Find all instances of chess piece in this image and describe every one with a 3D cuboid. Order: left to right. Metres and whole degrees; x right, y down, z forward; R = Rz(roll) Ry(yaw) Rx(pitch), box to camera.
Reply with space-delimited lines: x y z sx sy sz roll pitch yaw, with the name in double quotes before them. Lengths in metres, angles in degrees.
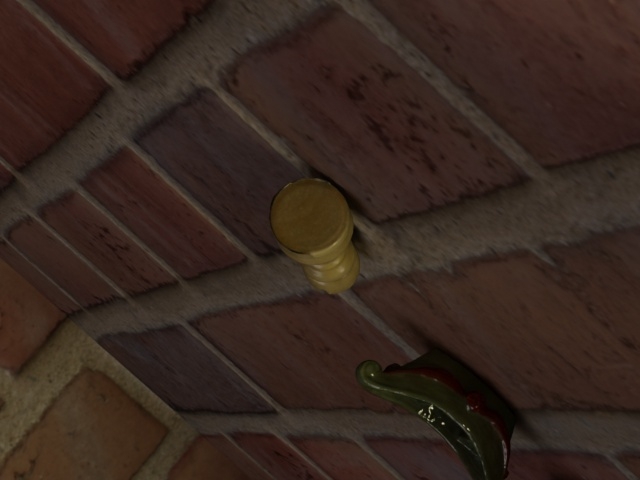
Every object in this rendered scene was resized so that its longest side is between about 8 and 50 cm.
"chess piece" 0.000 0.000 1.422 0.066 0.066 0.122 35 170 19

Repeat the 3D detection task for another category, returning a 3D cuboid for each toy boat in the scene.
"toy boat" 0.115 0.153 1.551 0.185 0.071 0.089 43 165 -7
